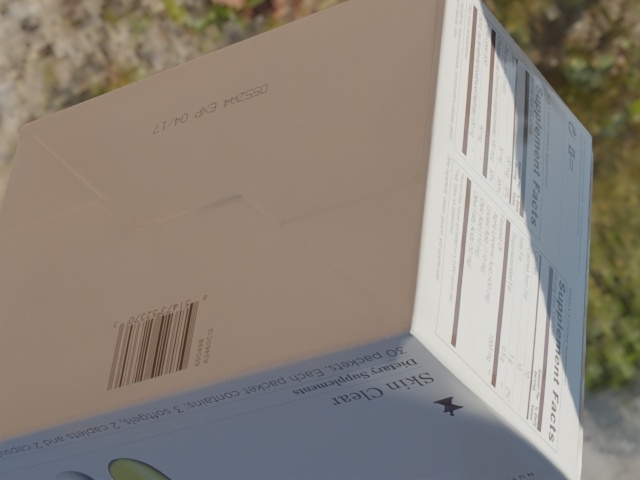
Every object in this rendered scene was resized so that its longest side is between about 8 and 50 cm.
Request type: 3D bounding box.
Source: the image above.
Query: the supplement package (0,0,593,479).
[{"bbox_3d":[-0.020,0.025,0.872,0.262,0.145,0.204,-17,-132,31],"label":"supplement package"}]
